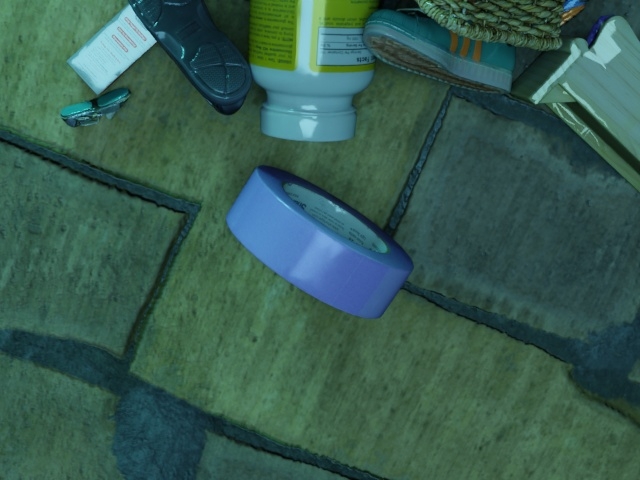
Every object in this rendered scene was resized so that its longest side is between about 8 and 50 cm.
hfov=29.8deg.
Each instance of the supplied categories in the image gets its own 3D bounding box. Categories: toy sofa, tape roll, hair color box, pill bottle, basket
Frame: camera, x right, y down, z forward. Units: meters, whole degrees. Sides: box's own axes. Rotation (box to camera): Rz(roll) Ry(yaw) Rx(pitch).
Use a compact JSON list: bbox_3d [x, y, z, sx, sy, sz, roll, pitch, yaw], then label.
[{"bbox_3d":[0.472,-0.167,1.797,0.362,0.150,0.177,41,96,-11],"label":"toy sofa"},{"bbox_3d":[0.000,0.000,1.770,0.275,0.275,0.090,32,102,-9],"label":"tape roll"},{"bbox_3d":[-0.305,-0.292,1.806,0.141,0.043,0.072,-40,102,10],"label":"hair color box"},{"bbox_3d":[-0.010,-0.318,1.729,0.188,0.188,0.334,3,105,-2],"label":"pill bottle"},{"bbox_3d":[0.195,-0.389,1.651,0.213,0.299,0.223,16,104,36],"label":"basket"}]

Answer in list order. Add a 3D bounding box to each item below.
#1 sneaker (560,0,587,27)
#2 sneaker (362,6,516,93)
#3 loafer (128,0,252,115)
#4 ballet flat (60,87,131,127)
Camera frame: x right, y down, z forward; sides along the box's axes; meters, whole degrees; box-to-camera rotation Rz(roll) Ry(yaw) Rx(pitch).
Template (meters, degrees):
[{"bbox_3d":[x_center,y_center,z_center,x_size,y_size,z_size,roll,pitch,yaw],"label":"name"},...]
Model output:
[{"bbox_3d":[0.390,-0.393,1.772,0.221,0.083,0.087,-36,95,5],"label":"sneaker"},{"bbox_3d":[0.175,-0.300,1.730,0.302,0.108,0.121,11,88,-46],"label":"sneaker"},{"bbox_3d":[-0.204,-0.310,1.756,0.109,0.095,0.302,-29,78,-15],"label":"loafer"},{"bbox_3d":[-0.339,-0.200,1.838,0.114,0.041,0.041,-18,105,4],"label":"ballet flat"}]
